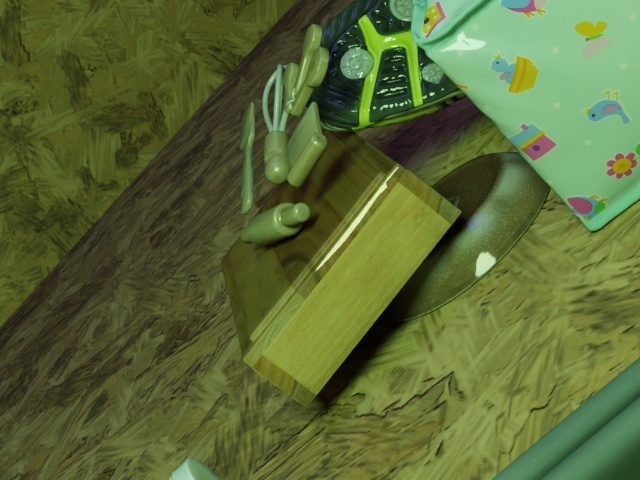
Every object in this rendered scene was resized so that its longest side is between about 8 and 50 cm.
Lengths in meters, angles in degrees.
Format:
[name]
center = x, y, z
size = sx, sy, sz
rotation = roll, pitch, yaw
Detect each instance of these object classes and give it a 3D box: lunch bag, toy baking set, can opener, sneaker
[lunch bag]
center = 0.225, -0.179, 1.025
size = 0.262, 0.223, 0.160
rotation = -39, 24, 18
[toy baking set]
center = -0.033, -0.088, 1.297
size = 0.256, 0.030, 0.197
rotation = 151, 132, -66
[can opener]
center = 0.123, 0.153, 0.732
size = 0.280, 0.093, 0.074
rotation = -41, 16, -17
[sneaker]
center = 0.154, -0.206, 1.393
size = 0.384, 0.145, 0.147
rotation = -30, -20, -10

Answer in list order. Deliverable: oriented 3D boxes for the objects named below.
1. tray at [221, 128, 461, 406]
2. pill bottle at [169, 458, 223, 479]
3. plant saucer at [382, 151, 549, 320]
[tray]
center = 0.000, 0.000, 1.319
size = 0.203, 0.076, 0.411
rotation = -52, 12, 4
[pill bottle]
center = -0.139, 0.250, 1.111
size = 0.160, 0.087, 0.087
rotation = -44, 16, 6
[plant saucer]
center = 0.115, -0.014, 1.231
size = 0.198, 0.036, 0.198
rotation = -41, 15, 14
